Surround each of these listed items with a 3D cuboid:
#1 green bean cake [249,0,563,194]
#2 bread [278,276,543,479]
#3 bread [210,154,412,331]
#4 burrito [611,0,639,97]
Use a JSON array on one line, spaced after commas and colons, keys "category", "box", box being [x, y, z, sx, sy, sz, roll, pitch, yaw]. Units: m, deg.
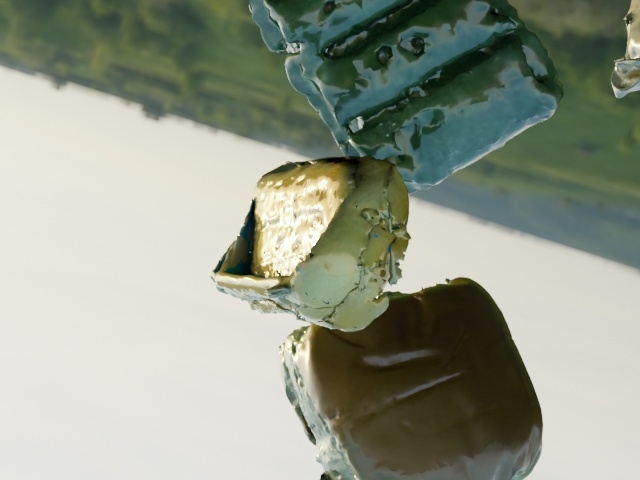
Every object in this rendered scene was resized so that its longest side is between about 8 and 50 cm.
[{"category": "green bean cake", "box": [0.020, -0.122, 0.880, 0.193, 0.107, 0.208, 55, -178, -5]}, {"category": "bread", "box": [0.097, 0.180, 1.933, 0.279, 0.250, 0.225, -18, 177, -32]}, {"category": "bread", "box": [0.000, 0.000, 0.719, 0.053, 0.072, 0.106, 30, 170, -23]}, {"category": "burrito", "box": [0.303, -0.206, 1.509, 0.060, 0.226, 0.087, 42, 142, -24]}]
